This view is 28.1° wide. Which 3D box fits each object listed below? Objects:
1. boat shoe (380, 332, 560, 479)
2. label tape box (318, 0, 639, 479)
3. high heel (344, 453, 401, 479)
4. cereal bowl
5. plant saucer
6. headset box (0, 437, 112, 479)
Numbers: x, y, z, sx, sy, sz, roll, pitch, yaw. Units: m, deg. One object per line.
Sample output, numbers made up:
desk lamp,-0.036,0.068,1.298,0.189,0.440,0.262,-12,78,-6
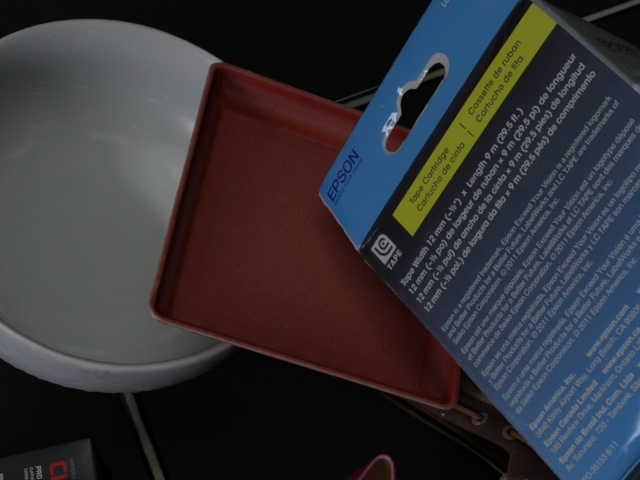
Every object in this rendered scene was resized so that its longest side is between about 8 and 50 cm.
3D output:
boat shoe,0.186,0.195,1.029,0.123,0.123,0.342,-42,64,-12
label tape box,0.180,-0.016,0.946,0.115,0.249,0.347,1,40,-46
high heel,0.012,0.276,0.946,0.082,0.117,0.244,20,45,12
cereal bowl,-0.187,-0.018,1.111,0.339,0.141,0.339,11,58,-18
plant saucer,0.000,0.000,1.067,0.259,0.047,0.258,19,56,-13
headset box,-0.266,0.291,0.984,0.293,0.110,0.218,-11,61,-5
